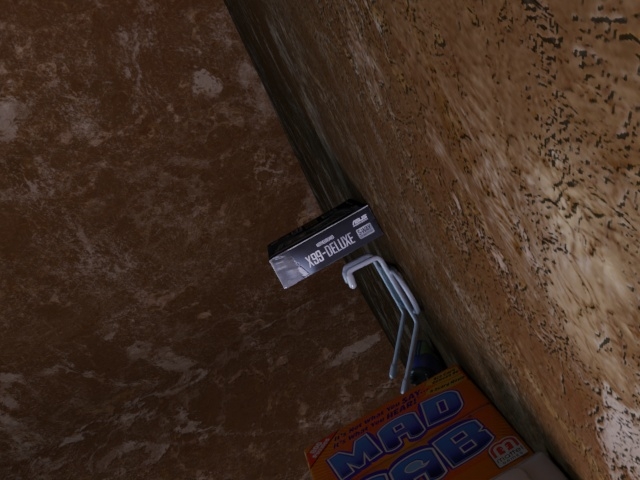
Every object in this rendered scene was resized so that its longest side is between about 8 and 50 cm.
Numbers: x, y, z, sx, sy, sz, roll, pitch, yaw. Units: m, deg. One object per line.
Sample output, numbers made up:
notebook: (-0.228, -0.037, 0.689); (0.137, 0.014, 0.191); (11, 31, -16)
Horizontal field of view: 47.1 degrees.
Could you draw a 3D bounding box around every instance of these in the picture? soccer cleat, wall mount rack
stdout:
soccer cleat: (0.289, 0.349, 1.836); (0.289, 0.093, 0.121); (57, -147, -47)
wall mount rack: (0.160, 0.179, 1.705); (0.304, 0.130, 0.350); (61, 179, 0)

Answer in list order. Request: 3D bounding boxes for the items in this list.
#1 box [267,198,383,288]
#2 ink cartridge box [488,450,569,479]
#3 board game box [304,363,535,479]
box: (0.000, 0.000, 1.685); (0.077, 0.242, 0.307); (61, 179, -7)
ink cartridge box: (0.305, 0.475, 0.984); (0.270, 0.197, 0.198); (62, 178, -19)
board game box: (0.228, 0.521, 1.352); (0.357, 0.356, 0.356); (62, 177, -18)
